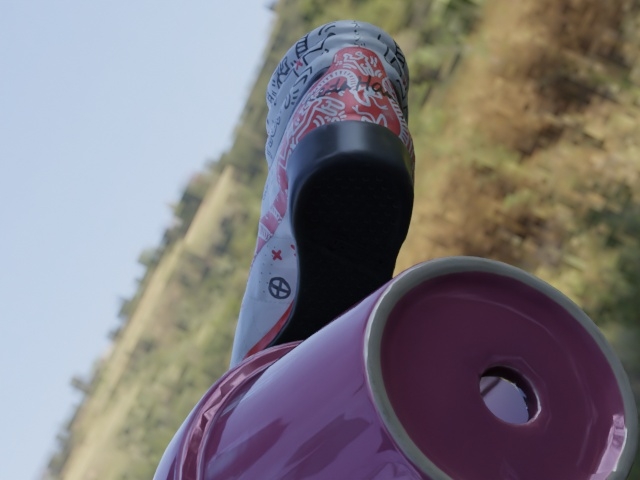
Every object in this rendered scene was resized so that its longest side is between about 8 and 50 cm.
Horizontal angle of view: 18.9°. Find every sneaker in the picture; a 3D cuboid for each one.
[{"bbox_3d":[0.001,0.000,1.131,0.270,0.090,0.145,103,171,-45],"label":"sneaker"}]

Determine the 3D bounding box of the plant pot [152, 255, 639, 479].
[{"bbox_3d":[0.042,0.107,0.855,0.201,0.201,0.180,-58,1,-42],"label":"plant pot"}]
